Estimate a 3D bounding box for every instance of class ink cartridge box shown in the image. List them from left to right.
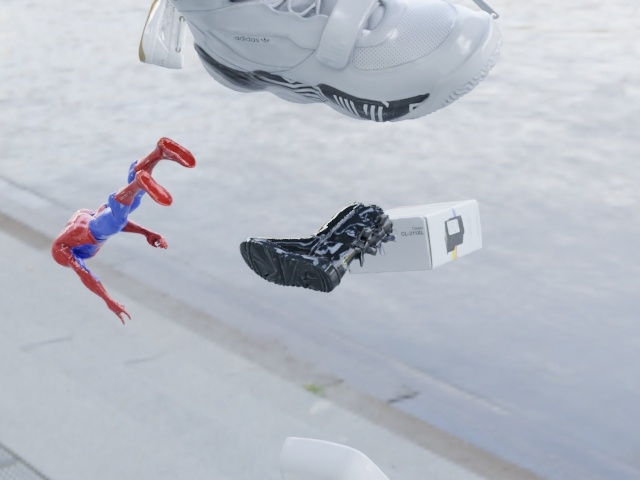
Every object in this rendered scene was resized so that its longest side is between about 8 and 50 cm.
[{"bbox_3d":[0.125,-0.005,1.581,0.127,0.072,0.175,-4,7,30],"label":"ink cartridge box"}]

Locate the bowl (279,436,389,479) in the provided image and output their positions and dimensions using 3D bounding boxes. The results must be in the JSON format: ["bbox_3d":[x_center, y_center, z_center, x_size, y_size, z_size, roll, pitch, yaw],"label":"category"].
[{"bbox_3d":[0.024,0.293,1.357,0.142,0.142,0.053,-2,47,45],"label":"bowl"}]

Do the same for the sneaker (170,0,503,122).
[{"bbox_3d":[-0.013,-0.234,1.144,0.366,0.210,0.137,12,66,35],"label":"sneaker"}]

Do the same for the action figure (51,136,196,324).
[{"bbox_3d":[-0.214,-0.002,1.340,0.280,0.139,0.091,-27,27,48],"label":"action figure"}]

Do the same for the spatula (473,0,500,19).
[{"bbox_3d":[0.233,-0.432,1.763,0.168,0.242,0.019,-24,41,44],"label":"spatula"}]

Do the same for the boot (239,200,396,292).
[{"bbox_3d":[0.000,-0.001,1.065,0.121,0.045,0.099,13,43,38],"label":"boot"}]

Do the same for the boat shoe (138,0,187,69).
[{"bbox_3d":[-0.230,-0.426,2.002,0.096,0.277,0.098,17,3,-4],"label":"boat shoe"}]
